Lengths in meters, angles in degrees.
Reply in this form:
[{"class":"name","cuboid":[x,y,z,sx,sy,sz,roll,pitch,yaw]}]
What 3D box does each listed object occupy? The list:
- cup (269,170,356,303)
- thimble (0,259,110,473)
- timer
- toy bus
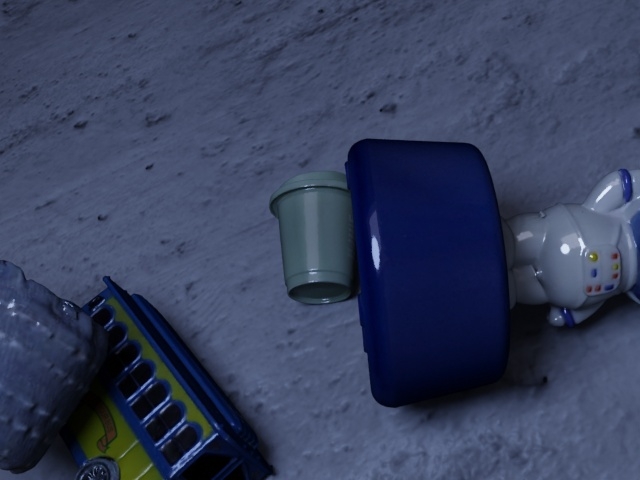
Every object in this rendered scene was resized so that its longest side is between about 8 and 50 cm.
[{"class":"cup","cuboid":[0.000,0.000,1.035,0.120,0.120,0.141,-11,67,16]},{"class":"thimble","cuboid":[-0.338,0.115,0.869,0.236,0.205,0.172,-9,44,59]},{"class":"timer","cuboid":[0.224,0.014,0.860,0.383,0.270,0.270,-6,54,3]},{"class":"toy bus","cuboid":[-0.205,0.193,0.963,0.175,0.138,0.287,-42,51,-6]}]
